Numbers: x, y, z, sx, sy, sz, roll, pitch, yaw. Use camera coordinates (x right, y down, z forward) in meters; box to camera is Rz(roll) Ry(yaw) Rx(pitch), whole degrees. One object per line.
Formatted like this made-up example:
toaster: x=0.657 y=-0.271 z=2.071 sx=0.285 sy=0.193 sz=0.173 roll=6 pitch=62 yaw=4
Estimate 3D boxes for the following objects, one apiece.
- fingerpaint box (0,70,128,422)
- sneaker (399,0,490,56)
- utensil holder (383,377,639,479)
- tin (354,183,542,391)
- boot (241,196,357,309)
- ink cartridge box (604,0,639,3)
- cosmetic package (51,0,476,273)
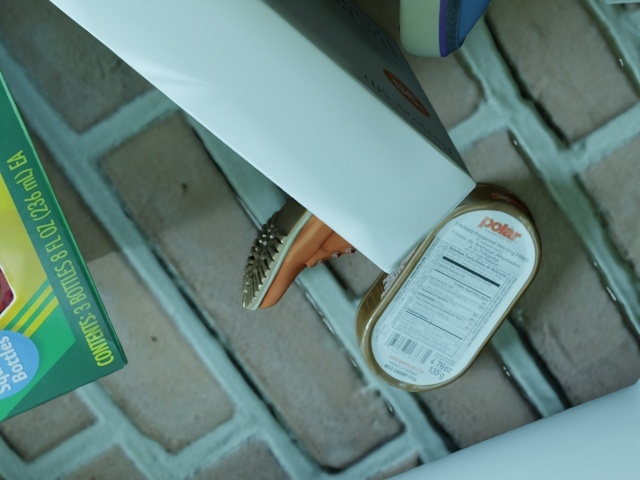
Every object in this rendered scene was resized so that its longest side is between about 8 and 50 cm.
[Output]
fingerpaint box: x=-0.385 y=-0.035 z=1.354 sx=0.371 sy=0.163 sz=0.445 roll=-23 pitch=127 yaw=-7
sneaker: x=0.203 y=-0.255 z=1.350 sx=0.236 sy=0.130 sz=0.322 roll=18 pitch=89 yaw=9
utensil holder: x=0.170 y=0.318 z=1.590 sx=0.385 sy=0.327 sz=0.327 roll=-22 pitch=117 yaw=5
tin: x=0.105 y=0.042 z=1.603 sx=0.106 sy=0.040 sz=0.189 roll=25 pitch=110 yaw=-23
boot: x=0.000 y=0.000 z=1.556 sx=0.085 sy=0.059 sz=0.158 roll=27 pitch=108 yaw=-24
ink cartridge box: x=0.279 y=-0.240 z=1.472 sx=0.150 sy=0.063 sz=0.109 roll=-3 pitch=116 yaw=-5
cosmetic package: x=-0.081 y=-0.172 z=1.332 sx=0.377 sy=0.284 sz=0.097 roll=39 pitch=105 yaw=-23
